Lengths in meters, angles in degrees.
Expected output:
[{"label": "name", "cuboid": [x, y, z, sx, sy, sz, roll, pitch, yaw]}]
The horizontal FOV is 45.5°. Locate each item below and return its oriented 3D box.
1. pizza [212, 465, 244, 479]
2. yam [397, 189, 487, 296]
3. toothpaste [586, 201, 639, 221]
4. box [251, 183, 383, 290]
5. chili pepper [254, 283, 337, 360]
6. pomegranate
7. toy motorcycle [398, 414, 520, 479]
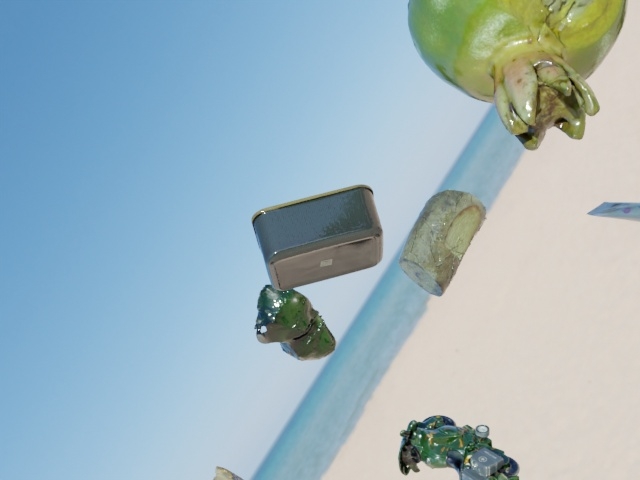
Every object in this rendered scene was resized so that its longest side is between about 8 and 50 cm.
[{"label": "pizza", "cuboid": [-0.131, 0.445, 1.295, 0.062, 0.161, 0.182, -43, -28, -8]}, {"label": "yam", "cuboid": [0.288, 0.000, 1.851, 0.254, 0.154, 0.154, -58, -4, -21]}, {"label": "toothpaste", "cuboid": [0.728, -0.056, 1.626, 0.314, 0.058, 0.056, 10, 78, 50]}, {"label": "box", "cuboid": [0.000, 0.000, 1.226, 0.201, 0.090, 0.144, -14, -28, -4]}, {"label": "chili pepper", "cuboid": [-0.068, 0.226, 1.930, 0.264, 0.148, 0.116, 59, -143, -34]}, {"label": "pomegranate", "cuboid": [0.211, -0.220, 0.802, 0.236, 0.236, 0.301, 114, 157, -58]}, {"label": "toy motorcycle", "cuboid": [0.265, 0.439, 1.545, 0.187, 0.275, 0.124, -19, -66, -30]}]
